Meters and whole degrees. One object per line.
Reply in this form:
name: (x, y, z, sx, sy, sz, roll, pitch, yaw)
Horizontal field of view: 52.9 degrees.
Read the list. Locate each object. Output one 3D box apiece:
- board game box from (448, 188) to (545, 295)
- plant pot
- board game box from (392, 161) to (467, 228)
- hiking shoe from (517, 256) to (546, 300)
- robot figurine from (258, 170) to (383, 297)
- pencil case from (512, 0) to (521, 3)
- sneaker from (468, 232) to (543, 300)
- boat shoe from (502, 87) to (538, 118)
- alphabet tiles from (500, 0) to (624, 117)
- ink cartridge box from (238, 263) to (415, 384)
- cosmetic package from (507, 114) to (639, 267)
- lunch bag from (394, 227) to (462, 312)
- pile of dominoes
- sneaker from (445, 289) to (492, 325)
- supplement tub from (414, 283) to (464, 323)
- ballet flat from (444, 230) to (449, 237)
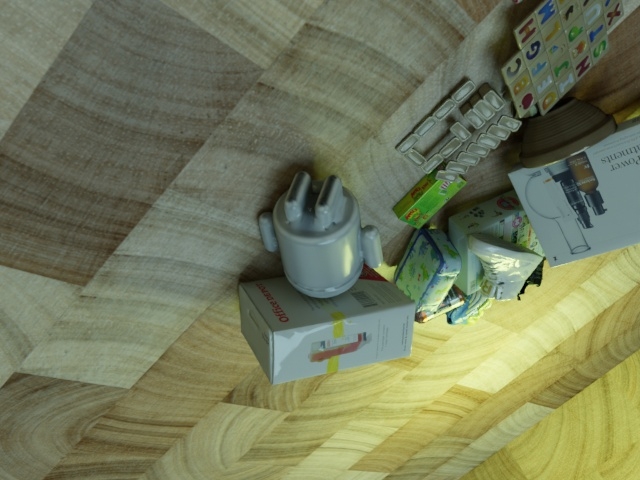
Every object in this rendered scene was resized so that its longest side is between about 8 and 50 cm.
board game box: (0.509, -0.009, 1.821, 0.303, 0.097, 0.224, -22, 131, -18)
plant pot: (0.589, -0.278, 1.579, 0.237, 0.237, 0.109, -28, 101, 1)
board game box: (0.284, -0.117, 1.678, 0.092, 0.043, 0.181, 22, 120, -43)
hiking shoe: (0.695, 0.092, 2.083, 0.086, 0.114, 0.227, 7, 130, -35)
robot figurine: (0.000, 0.000, 1.521, 0.300, 0.199, 0.353, 12, 142, 16)
pencil case: (0.437, -0.582, 1.192, 0.284, 0.124, 0.124, -41, 139, 18)
sneaker: (0.470, 0.084, 1.722, 0.292, 0.108, 0.169, 15, 108, -40)
boat shoe: (0.464, -0.349, 1.512, 0.072, 0.068, 0.190, -19, 142, 15)
alphabet tiles: (0.540, -0.442, 1.422, 0.342, 0.011, 0.285, -45, 139, -1)
ink cartridge box: (0.007, 0.203, 1.664, 0.385, 0.279, 0.160, -7, 114, -22)
cosmetic package: (0.704, -0.120, 1.603, 0.377, 0.284, 0.097, -22, -168, 35)
lunch bag: (0.292, 0.082, 1.801, 0.090, 0.176, 0.219, 2, 131, -25)
pile of dominoes: (0.330, -0.259, 1.543, 0.196, 0.040, 0.251, 34, 117, -30)
sneaker: (0.481, 0.213, 2.115, 0.126, 0.091, 0.240, -10, 139, -19)
supplement tub: (0.339, 0.192, 2.000, 0.198, 0.106, 0.106, -25, 141, -3)
ballet flat: (0.418, 0.030, 1.895, 0.068, 0.072, 0.213, -37, 140, 5)
